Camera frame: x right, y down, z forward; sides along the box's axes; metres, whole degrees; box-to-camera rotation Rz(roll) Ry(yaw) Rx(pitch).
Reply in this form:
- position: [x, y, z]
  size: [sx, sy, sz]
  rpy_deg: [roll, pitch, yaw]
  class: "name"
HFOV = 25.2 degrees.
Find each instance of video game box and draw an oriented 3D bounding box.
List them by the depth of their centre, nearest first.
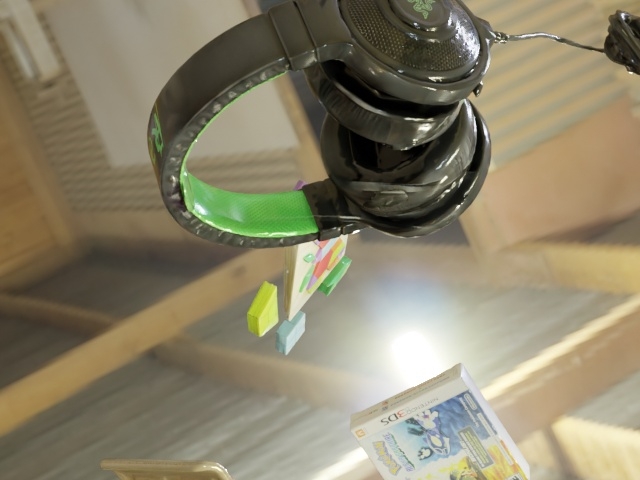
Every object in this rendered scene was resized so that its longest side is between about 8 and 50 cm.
- position: [0.172, 0.300, 2.065]
  size: [0.187, 0.205, 0.048]
  rpy_deg: [-28, -161, 19]
  class: "video game box"

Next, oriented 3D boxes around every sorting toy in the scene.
- position: [-0.164, 0.335, 1.745]
  size: [0.307, 0.229, 0.041]
  rpy_deg: [-8, -142, 47]
  class: "sorting toy"

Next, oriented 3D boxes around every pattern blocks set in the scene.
- position: [0.000, 0.000, 1.745]
  size: [0.285, 0.026, 0.325]
  rpy_deg: [-55, 163, -20]
  class: "pattern blocks set"

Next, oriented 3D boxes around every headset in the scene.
- position: [0.072, -0.085, 1.071]
  size: [0.394, 0.185, 0.243]
  rpy_deg: [-19, 149, -5]
  class: "headset"
